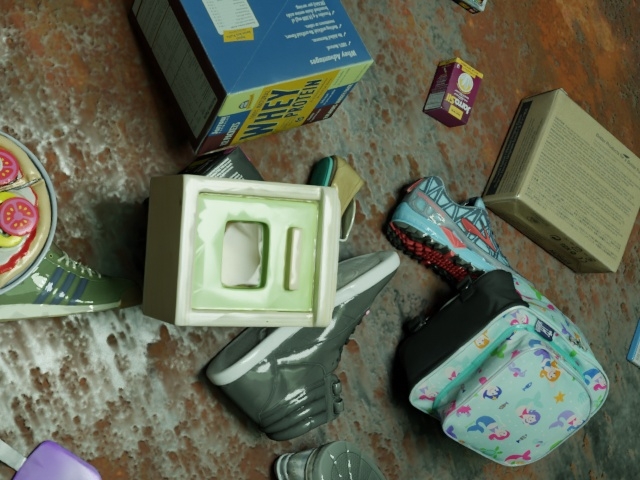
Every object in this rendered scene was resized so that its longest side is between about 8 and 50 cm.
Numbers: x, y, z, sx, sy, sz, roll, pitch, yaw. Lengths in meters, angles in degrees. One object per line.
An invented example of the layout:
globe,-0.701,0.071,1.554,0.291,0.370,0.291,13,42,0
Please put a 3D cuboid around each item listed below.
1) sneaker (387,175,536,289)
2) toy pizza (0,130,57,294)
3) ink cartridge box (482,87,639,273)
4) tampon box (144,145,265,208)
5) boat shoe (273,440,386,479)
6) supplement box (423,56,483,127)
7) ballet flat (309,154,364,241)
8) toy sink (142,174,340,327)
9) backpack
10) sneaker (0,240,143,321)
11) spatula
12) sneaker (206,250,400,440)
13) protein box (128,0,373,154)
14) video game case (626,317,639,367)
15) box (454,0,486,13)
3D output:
sneaker,0.223,-0.001,1.356,0.261,0.104,0.125,34,70,-26
toy pizza,-0.381,-0.033,1.002,0.201,0.032,0.201,5,74,-17
ink cartridge box,0.382,-0.086,1.462,0.234,0.088,0.193,33,70,-25
tampon box,-0.111,-0.017,1.145,0.101,0.120,0.161,-42,109,-23
boat shoe,0.063,0.387,1.258,0.320,0.103,0.118,51,46,-25
supplement box,0.192,-0.214,1.379,0.055,0.043,0.083,26,76,-29
ballet flat,0.000,0.000,1.230,0.073,0.080,0.232,32,70,-27
toy sink,-0.059,0.014,1.028,0.234,0.131,0.153,4,90,-27
backpack,0.265,0.190,1.306,0.253,0.191,0.225,34,112,-32
sneaker,-0.293,0.039,1.065,0.192,0.064,0.086,-4,95,-28
spatula,-0.366,0.215,1.036,0.296,0.030,0.084,43,67,-22
sneaker,0.006,0.138,1.225,0.295,0.104,0.147,-37,108,-21
protein box,-0.085,-0.240,1.123,0.199,0.136,0.201,-19,76,-30
video game case,0.595,0.184,1.622,0.166,0.015,0.119,32,72,-26
box,0.196,-0.408,1.398,0.137,0.027,0.094,26,77,-28
